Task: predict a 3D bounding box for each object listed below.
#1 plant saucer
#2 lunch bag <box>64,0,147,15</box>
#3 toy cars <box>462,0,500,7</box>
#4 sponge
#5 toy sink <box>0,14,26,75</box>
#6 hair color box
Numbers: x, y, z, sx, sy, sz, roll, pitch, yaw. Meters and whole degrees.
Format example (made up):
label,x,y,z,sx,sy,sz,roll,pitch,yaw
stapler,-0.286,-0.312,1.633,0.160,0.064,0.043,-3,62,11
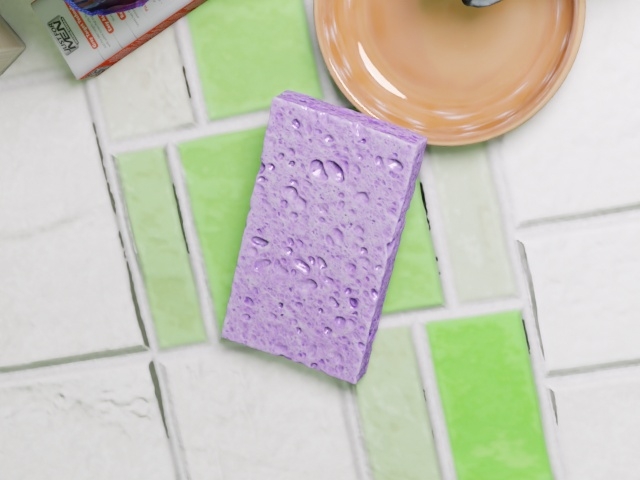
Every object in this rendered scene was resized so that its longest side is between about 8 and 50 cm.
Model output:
label,x,y,z,sx,sy,sz,roll,pitch,yaw
plant saucer,0.094,-0.170,1.188,0.200,0.037,0.200,3,102,15
lunch bag,-0.163,-0.372,1.036,0.239,0.385,0.328,-19,70,-21
toy cars,0.055,-0.277,1.117,0.393,0.087,0.176,31,96,20
sponge,0.000,0.000,1.235,0.117,0.031,0.210,20,116,14
toy sink,-0.380,-0.128,1.285,0.234,0.131,0.153,-41,88,20
hair color box,-0.144,-0.190,1.249,0.141,0.043,0.072,-31,92,19
